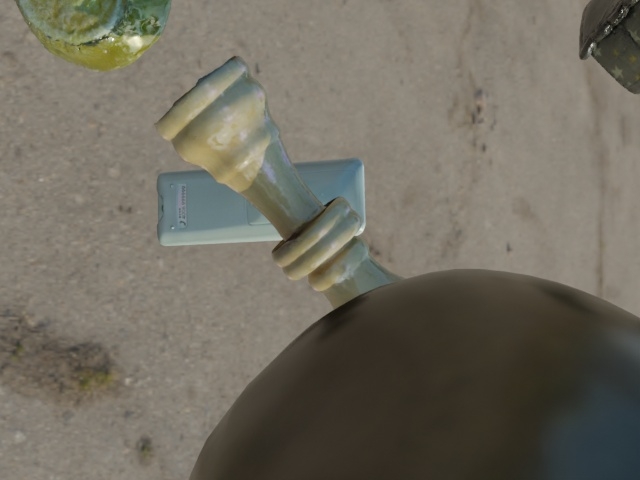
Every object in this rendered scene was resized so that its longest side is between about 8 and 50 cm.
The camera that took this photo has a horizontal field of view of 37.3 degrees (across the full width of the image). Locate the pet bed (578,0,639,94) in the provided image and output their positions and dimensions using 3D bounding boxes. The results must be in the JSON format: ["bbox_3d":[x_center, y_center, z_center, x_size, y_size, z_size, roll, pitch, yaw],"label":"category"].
[{"bbox_3d":[0.480,-0.347,1.363,0.183,0.159,0.211,-45,173,-21],"label":"pet bed"}]

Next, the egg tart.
[{"bbox_3d":[-0.249,-0.273,1.004,0.078,0.197,0.197,-74,154,-70],"label":"egg tart"}]

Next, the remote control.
[{"bbox_3d":[-0.085,-0.051,1.248,0.051,0.293,0.103,14,73,-71],"label":"remote control"}]

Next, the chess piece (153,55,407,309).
[{"bbox_3d":[0.000,0.000,0.969,0.397,0.117,0.117,50,39,-5],"label":"chess piece"}]

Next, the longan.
[{"bbox_3d":[0.087,0.186,0.485,0.361,0.361,0.360,3,87,-60],"label":"longan"}]
